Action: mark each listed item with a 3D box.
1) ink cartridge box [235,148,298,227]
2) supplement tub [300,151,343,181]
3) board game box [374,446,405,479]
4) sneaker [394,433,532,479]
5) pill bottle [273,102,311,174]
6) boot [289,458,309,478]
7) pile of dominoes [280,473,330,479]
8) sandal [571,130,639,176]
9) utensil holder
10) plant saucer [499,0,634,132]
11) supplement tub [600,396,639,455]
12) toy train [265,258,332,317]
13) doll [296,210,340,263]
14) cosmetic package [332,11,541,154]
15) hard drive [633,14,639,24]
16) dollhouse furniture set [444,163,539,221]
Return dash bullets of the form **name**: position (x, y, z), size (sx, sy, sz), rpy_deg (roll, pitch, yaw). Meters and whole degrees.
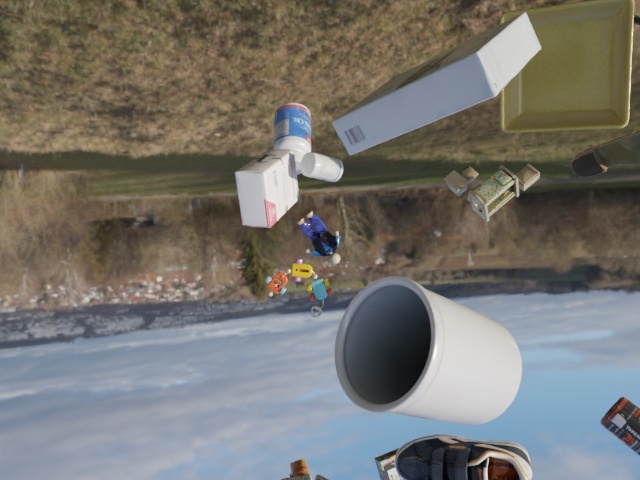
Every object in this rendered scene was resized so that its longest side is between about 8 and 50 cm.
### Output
- **ink cartridge box**: position (-0.143, -0.149, 1.602), size (0.092, 0.158, 0.218), rpy_deg (5, -155, 20)
- **supplement tub**: position (0.004, -0.206, 1.625), size (0.107, 0.070, 0.071), rpy_deg (6, 167, -40)
- **board game box**: position (0.267, 0.709, 1.773), size (0.171, 0.140, 0.048), rpy_deg (-15, 178, -17)
- **sneaker**: position (0.331, 0.534, 1.363), size (0.321, 0.126, 0.127), rpy_deg (-7, -177, 13)
- **pill bottle**: position (-0.092, -0.330, 1.896), size (0.125, 0.221, 0.124), rpy_deg (-1, 153, 0)
- **boot**: position (-0.043, 0.739, 1.743), size (0.073, 0.152, 0.197), rpy_deg (16, 150, -34)
- **pile of dominoes**: position (-0.023, 0.694, 1.384), size (0.040, 0.251, 0.196), rpy_deg (5, 153, -43)
- **sandal**: position (0.684, -0.210, 1.281), size (0.240, 0.088, 0.079), rpy_deg (-13, -151, 47)
- **utensil holder**: position (0.286, 0.299, 1.491), size (0.386, 0.327, 0.328), rpy_deg (22, 157, -36)
- **plant saucer**: position (0.674, -0.474, 1.596), size (0.333, 0.332, 0.081), rpy_deg (4, -164, 31)
- **supplement tub**: position (0.889, 0.534, 1.594), size (0.198, 0.106, 0.106), rpy_deg (40, -161, 29)
- **toy train**: position (-0.051, 0.118, 1.488), size (0.166, 0.125, 0.046), rpy_deg (33, -175, 2)
- **doll**: position (0.000, 0.000, 1.906), size (0.129, 0.189, 0.046), rpy_deg (-37, -176, 8)
- **cosmetic package**: position (0.247, -0.335, 1.256), size (0.377, 0.097, 0.284), rpy_deg (-16, -161, 45)
- **hard drive**: position (0.893, -0.610, 1.608), size (0.094, 0.022, 0.135), rpy_deg (2, -151, -26)
- **dollhouse furniture set**: position (0.441, -0.176, 1.501), size (0.182, 0.161, 0.101), rpy_deg (-40, 148, -2)
